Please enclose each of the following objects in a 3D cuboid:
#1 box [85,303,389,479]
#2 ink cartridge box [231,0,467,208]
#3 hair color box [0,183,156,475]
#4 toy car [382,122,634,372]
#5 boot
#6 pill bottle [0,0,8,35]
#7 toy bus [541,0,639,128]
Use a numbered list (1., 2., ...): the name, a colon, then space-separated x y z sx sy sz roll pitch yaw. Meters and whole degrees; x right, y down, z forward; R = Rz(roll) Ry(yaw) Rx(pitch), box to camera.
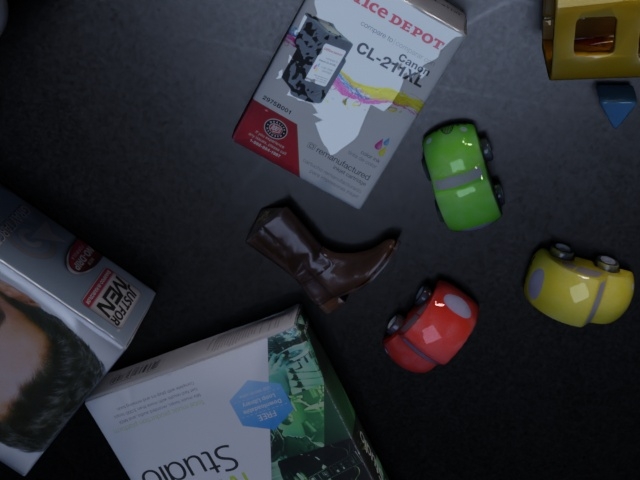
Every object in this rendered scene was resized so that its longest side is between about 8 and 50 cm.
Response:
1. box: -0.058 0.242 1.064 0.232 0.058 0.322 -21 110 15
2. ink cartridge box: 0.024 -0.136 0.880 0.127 0.072 0.175 28 114 -5
3. hair color box: -0.364 0.029 0.978 0.374 0.113 0.185 36 112 -10
4. toy car: 0.142 0.008 0.938 0.239 0.053 0.225 -17 111 14
5. boot: 0.000 0.000 0.966 0.106 0.037 0.114 -42 98 19
6. pill bottle: -0.368 -0.162 0.801 0.181 0.181 0.323 44 77 -12
7. toy bus: 0.261 -0.172 0.794 0.191 0.104 0.202 36 122 -19
